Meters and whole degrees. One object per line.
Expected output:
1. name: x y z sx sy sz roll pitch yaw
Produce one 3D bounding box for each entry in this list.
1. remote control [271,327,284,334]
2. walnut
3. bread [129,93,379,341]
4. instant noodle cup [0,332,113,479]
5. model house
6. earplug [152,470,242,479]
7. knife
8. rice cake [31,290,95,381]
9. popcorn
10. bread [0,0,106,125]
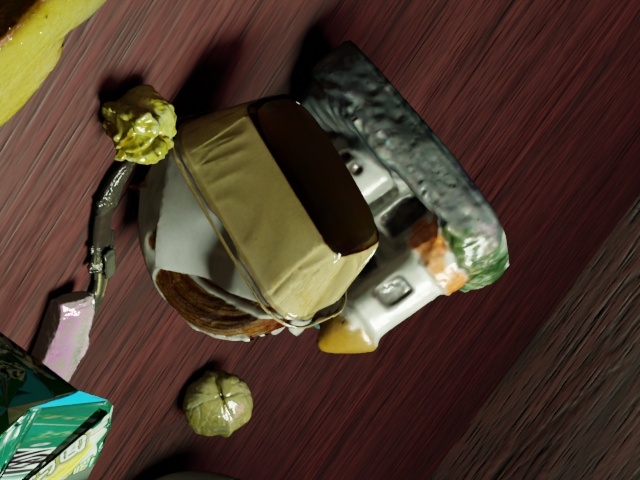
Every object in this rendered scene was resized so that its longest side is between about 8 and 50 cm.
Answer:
1. remote control: -0.061 0.038 1.868 0.073 0.044 0.229 -49 153 -15
2. walnut: -0.123 0.196 1.959 0.092 0.092 0.092 -43 160 -20
3. bread: -0.063 -0.015 1.501 0.212 0.224 0.142 -38 170 39
4. instant noodle cup: -0.311 0.160 1.320 0.240 0.178 0.240 -43 160 -20
5. model house: 0.000 0.000 1.628 0.301 0.271 0.190 -38 171 2
6. earplug: -0.114 0.475 2.008 0.312 0.394 0.313 -43 158 -22
7. knife: -0.201 0.006 1.524 0.045 0.021 0.222 -37 156 -41
8. rice cake: -0.264 0.126 1.580 0.047 0.036 0.207 -19 145 -49
9. popcorn: -0.154 -0.099 1.378 0.083 0.059 0.068 37 53 -79
10. bread: -0.220 -0.144 1.157 0.188 0.065 0.149 -48 172 -18
